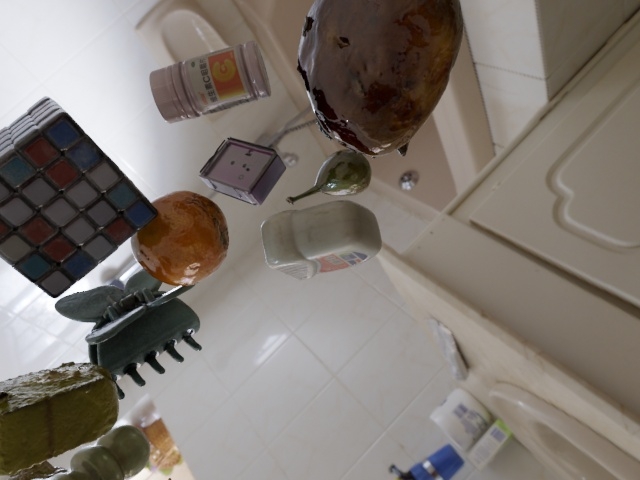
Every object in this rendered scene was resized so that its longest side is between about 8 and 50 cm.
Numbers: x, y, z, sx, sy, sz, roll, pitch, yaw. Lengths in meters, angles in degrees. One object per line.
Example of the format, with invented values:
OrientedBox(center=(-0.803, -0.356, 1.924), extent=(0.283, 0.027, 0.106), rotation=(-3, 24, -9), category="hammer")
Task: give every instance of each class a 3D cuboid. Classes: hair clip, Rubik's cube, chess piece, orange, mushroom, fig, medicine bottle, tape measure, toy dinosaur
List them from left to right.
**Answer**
OrientedBox(center=(-0.582, -0.104, 1.109), extent=(0.287, 0.292, 0.293), rotation=(32, 160, 52), category="Rubik's cube")
OrientedBox(center=(-0.546, 0.564, 1.185), extent=(0.182, 0.182, 0.330), rotation=(44, -144, 8), category="chess piece")
OrientedBox(center=(-0.502, 0.244, 1.421), extent=(0.392, 0.318, 0.238), rotation=(11, 123, 49), category="hair clip")
OrientedBox(center=(-0.354, -0.006, 1.300), extent=(0.246, 0.246, 0.246), rotation=(44, 172, 8), category="orange")
OrientedBox(center=(-0.249, -0.361, 1.171), extent=(0.133, 0.250, 0.133), rotation=(-13, -90, -85), category="medicine bottle")
OrientedBox(center=(0.000, 0.000, 1.144), extent=(0.258, 0.265, 0.130), rotation=(39, -142, -70), category="tape measure")
OrientedBox(center=(0.019, -0.328, 1.516), extent=(0.083, 0.030, 0.047), rotation=(38, -179, -38), category="toy dinosaur")
OrientedBox(center=(0.030, -0.160, 1.507), extent=(0.151, 0.259, 0.151), rotation=(51, -179, -1), category="fig")
OrientedBox(center=(0.105, -0.325, 0.937), extent=(0.260, 0.345, 0.345), rotation=(6, -154, -49), category="mushroom")

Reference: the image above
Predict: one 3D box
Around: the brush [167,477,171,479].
OrientedBox(center=(-0.542, 0.884, 1.789), extent=(0.014, 0.169, 0.043), rotation=(-11, -136, -42), category="brush")

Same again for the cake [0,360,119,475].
OrientedBox(center=(-0.545, 0.335, 1.009), extent=(0.179, 0.261, 0.156), rotation=(11, 105, 44), category="cake")

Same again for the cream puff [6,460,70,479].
OrientedBox(center=(-0.889, 0.822, 1.633), extent=(0.244, 0.196, 0.243), rotation=(18, 113, 51), category="cream puff")

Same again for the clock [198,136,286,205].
OrientedBox(center=(-0.205, -0.181, 1.332), extent=(0.194, 0.144, 0.073), rotation=(21, 160, 34), category="clock")
